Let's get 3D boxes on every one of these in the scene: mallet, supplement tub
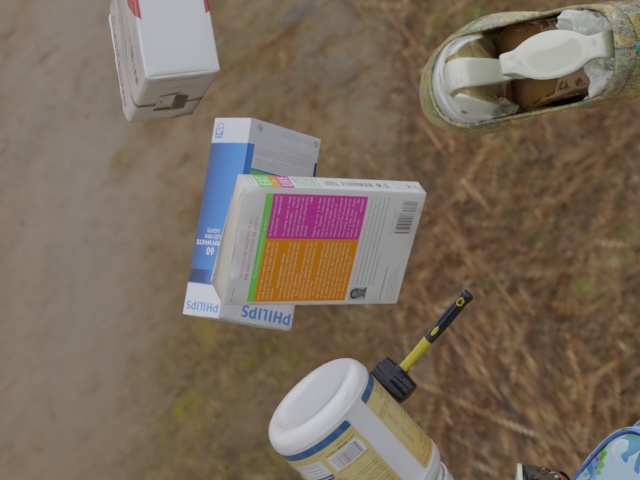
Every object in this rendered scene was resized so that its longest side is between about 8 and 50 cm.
[{"bbox_3d":[0.146,0.144,2.052,0.190,0.062,0.039,-44,-12,27],"label":"mallet"},{"bbox_3d":[0.051,0.253,1.828,0.144,0.199,0.144,-37,17,14],"label":"supplement tub"}]

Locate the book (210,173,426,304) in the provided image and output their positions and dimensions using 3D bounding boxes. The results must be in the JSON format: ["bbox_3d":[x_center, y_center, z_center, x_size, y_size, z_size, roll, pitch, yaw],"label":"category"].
[{"bbox_3d":[0.000,0.000,1.137,0.035,0.144,0.096,-125,43,-54],"label":"book"}]

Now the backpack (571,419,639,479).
[{"bbox_3d":[0.351,0.335,1.557,0.355,0.273,0.290,-48,43,12],"label":"backpack"}]

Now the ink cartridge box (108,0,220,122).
[{"bbox_3d":[-0.120,-0.153,1.161,0.056,0.099,0.135,-8,-7,-14],"label":"ink cartridge box"}]

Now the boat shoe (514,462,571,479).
[{"bbox_3d":[0.151,0.178,1.048,0.042,0.049,0.133,-1,-3,4],"label":"boat shoe"}]

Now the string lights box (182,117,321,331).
[{"bbox_3d":[-0.087,-0.020,2.006,0.077,0.133,0.259,5,83,45],"label":"string lights box"}]

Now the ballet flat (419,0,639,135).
[{"bbox_3d":[0.194,-0.170,1.512,0.348,0.123,0.123,-6,44,49],"label":"ballet flat"}]
